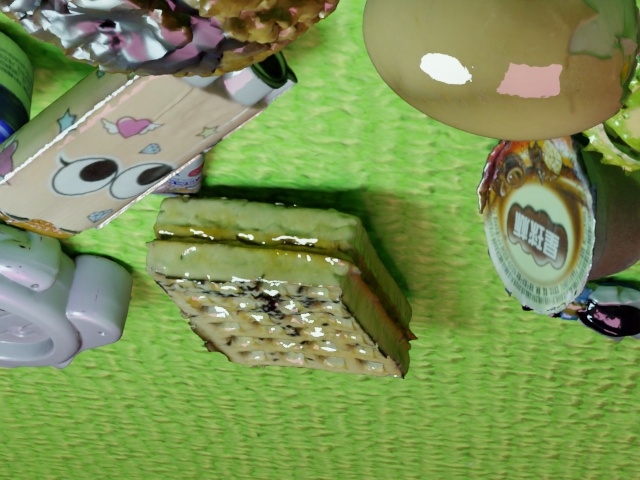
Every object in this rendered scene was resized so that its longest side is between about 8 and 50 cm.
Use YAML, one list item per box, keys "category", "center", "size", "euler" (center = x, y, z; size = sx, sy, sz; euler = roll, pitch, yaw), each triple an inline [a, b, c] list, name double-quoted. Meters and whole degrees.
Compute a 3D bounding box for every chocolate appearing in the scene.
- category: "chocolate"
  center: [0.273, -0.038, 1.902]
  size: [0.147, 0.221, 0.221]
  euler: [-13, 167, -29]

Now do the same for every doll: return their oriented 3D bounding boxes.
- category: "doll"
  center: [0.346, 0.083, 2.242]
  size: [0.195, 0.070, 0.096]
  euler: [14, 139, -6]

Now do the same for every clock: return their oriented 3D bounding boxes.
- category: "clock"
  center: [-0.440, 0.061, 2.376]
  size: [0.295, 0.113, 0.322]
  euler: [-15, 146, 42]

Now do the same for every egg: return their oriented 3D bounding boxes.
- category: "egg"
  center: [0.151, -0.181, 1.523]
  size: [0.244, 0.201, 0.201]
  euler: [-2, 155, 25]

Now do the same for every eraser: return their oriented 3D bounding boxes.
- category: "eraser"
  center: [-0.184, -0.116, 1.789]
  size: [0.290, 0.087, 0.171]
  euler: [-34, 152, 28]

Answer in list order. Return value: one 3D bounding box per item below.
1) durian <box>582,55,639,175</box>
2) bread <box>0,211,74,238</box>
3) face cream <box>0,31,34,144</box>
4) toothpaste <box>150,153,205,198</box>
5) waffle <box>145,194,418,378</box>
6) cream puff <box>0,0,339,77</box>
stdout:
- category: "durian"
  center: [0.313, -0.130, 1.717]
  size: [0.375, 0.106, 0.132]
  euler: [8, 152, -12]
- category: "bread"
  center: [-0.337, -0.068, 2.092]
  size: [0.114, 0.077, 0.189]
  euler: [-29, 141, 23]
- category: "face cream"
  center: [-0.397, -0.150, 1.874]
  size: [0.206, 0.111, 0.206]
  euler: [5, 157, 2]
- category: "toothpaste"
  center: [-0.159, -0.078, 2.062]
  size: [0.067, 0.043, 0.194]
  euler: [6, 163, -8]
- category: "waffle"
  center: [-0.036, 0.066, 2.220]
  size: [0.261, 0.114, 0.376]
  euler: [7, 161, 16]
- category: "cream puff"
  center: [-0.127, -0.244, 1.428]
  size: [0.327, 0.231, 0.343]
  euler: [3, 157, 1]
